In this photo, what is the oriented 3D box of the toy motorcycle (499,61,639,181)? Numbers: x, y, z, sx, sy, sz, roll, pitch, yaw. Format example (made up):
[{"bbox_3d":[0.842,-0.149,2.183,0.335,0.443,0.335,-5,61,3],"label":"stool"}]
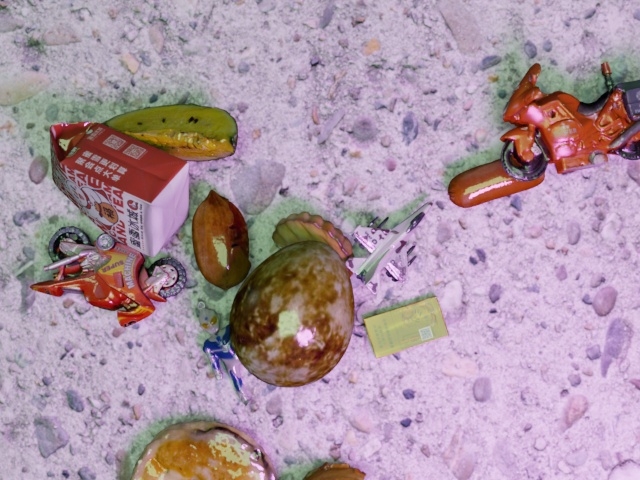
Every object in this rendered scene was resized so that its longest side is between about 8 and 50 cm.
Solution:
[{"bbox_3d":[0.490,-0.242,1.799,0.325,0.148,0.221,-11,84,-5],"label":"toy motorcycle"}]

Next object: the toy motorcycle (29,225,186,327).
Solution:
[{"bbox_3d":[-0.427,0.077,1.895,0.298,0.089,0.171,17,83,4],"label":"toy motorcycle"}]

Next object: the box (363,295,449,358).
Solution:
[{"bbox_3d":[0.173,0.175,1.881,0.156,0.022,0.089,-19,89,4],"label":"box"}]

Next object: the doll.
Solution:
[{"bbox_3d":[-0.188,0.222,1.893,0.114,0.057,0.227,-37,88,7],"label":"doll"}]

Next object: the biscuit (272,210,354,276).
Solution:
[{"bbox_3d":[0.000,0.000,1.875,0.183,0.061,0.118,35,133,4],"label":"biscuit"}]

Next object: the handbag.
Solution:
[{"bbox_3d":[-0.416,-0.110,1.848,0.298,0.171,0.151,22,49,12],"label":"handbag"}]

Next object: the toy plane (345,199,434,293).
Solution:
[{"bbox_3d":[0.141,0.006,1.859,0.160,0.082,0.234,46,69,-14],"label":"toy plane"}]

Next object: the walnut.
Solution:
[{"bbox_3d":[-0.200,-0.002,1.877,0.115,0.116,0.207,-13,81,4],"label":"walnut"}]

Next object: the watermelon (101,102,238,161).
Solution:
[{"bbox_3d":[-0.285,-0.217,1.867,0.301,0.129,0.123,7,95,19],"label":"watermelon"}]

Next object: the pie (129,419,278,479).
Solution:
[{"bbox_3d":[-0.235,0.526,1.881,0.338,0.077,0.339,0,93,7],"label":"pie"}]

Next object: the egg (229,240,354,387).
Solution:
[{"bbox_3d":[-0.050,0.138,1.791,0.238,0.238,0.290,17,90,5],"label":"egg"}]

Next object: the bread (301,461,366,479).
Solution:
[{"bbox_3d":[-0.014,0.557,1.823,0.147,0.160,0.261,23,97,11],"label":"bread"}]

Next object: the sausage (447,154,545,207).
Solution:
[{"bbox_3d":[0.347,-0.119,1.848,0.197,0.076,0.076,-18,87,5],"label":"sausage"}]
